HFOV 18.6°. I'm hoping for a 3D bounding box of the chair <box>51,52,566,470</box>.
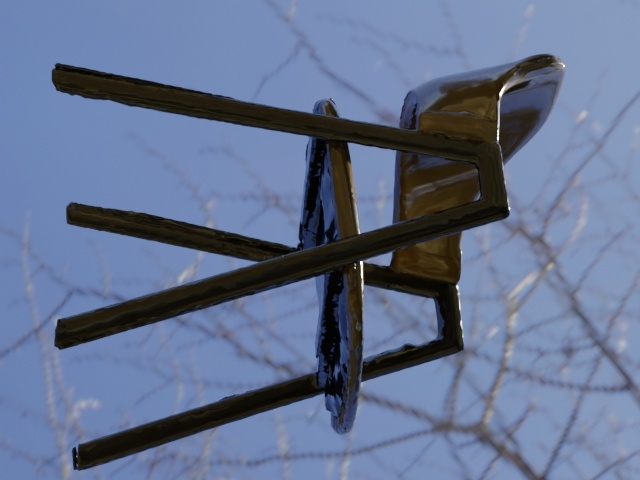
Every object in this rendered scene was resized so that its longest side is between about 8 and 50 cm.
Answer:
[{"bbox_3d":[0.000,0.000,0.920,0.247,0.158,0.172,-1,-115,-4],"label":"chair"}]
